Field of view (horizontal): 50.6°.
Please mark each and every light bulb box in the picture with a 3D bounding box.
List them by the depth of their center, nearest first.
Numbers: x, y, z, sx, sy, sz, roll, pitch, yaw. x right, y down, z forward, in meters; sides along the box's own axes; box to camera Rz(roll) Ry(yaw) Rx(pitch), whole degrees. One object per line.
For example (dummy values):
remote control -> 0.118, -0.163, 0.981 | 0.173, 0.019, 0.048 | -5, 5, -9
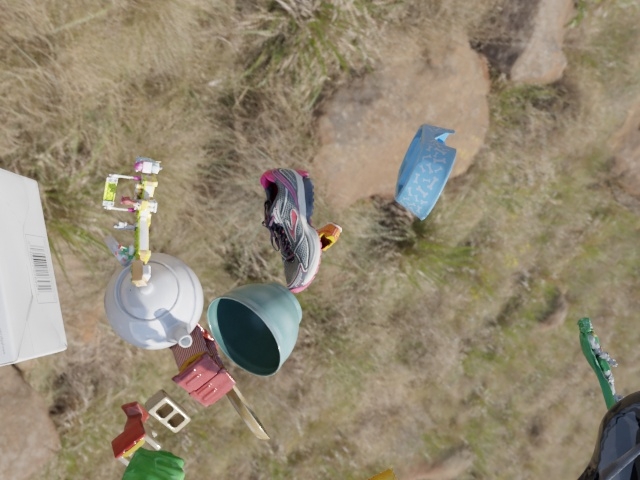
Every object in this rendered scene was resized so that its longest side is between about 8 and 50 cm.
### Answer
light bulb box -> -0.709, 0.077, 1.239 | 0.361, 0.357, 0.225 | -12, 175, 1

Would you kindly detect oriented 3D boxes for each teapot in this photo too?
teapot -> -0.404, 0.127, 1.604 | 0.187, 0.256, 0.252 | 97, 0, -70

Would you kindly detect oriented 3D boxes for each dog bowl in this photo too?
dog bowl -> 0.225, -0.161, 1.480 | 0.297, 0.074, 0.165 | -69, -177, -63

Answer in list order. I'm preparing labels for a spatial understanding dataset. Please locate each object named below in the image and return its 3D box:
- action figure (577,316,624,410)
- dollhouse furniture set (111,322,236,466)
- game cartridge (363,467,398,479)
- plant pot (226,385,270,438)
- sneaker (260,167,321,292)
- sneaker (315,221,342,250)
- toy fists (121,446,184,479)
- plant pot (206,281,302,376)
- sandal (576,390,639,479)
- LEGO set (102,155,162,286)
action figure -> 0.695, 0.300, 1.683 | 0.064, 0.232, 0.137 | -23, -178, 12
dollhouse furniture set -> -0.434, 0.409, 1.853 | 0.374, 0.201, 0.152 | -39, 125, -4
game cartridge -> 0.083, 0.719, 1.539 | 0.324, 0.285, 0.052 | -28, 166, 4
plant pot -> -0.232, 0.506, 2.035 | 0.032, 0.236, 0.236 | -36, 145, -10
sneaker -> -0.079, -0.023, 1.575 | 0.112, 0.299, 0.121 | 3, 159, -34
sneaker -> 0.000, 0.000, 1.900 | 0.067, 0.064, 0.175 | -61, -173, -26
toy fists -> -0.421, 0.639, 1.613 | 0.096, 0.142, 0.279 | 92, 19, -56
plant pot -> -0.182, 0.250, 2.125 | 0.196, 0.293, 0.293 | -40, 149, -41
sandal -> 0.396, 0.307, 0.886 | 0.054, 0.097, 0.254 | -79, -175, -65
LEGO set -> -0.426, -0.046, 1.496 | 0.107, 0.132, 0.286 | 6, 95, -25
